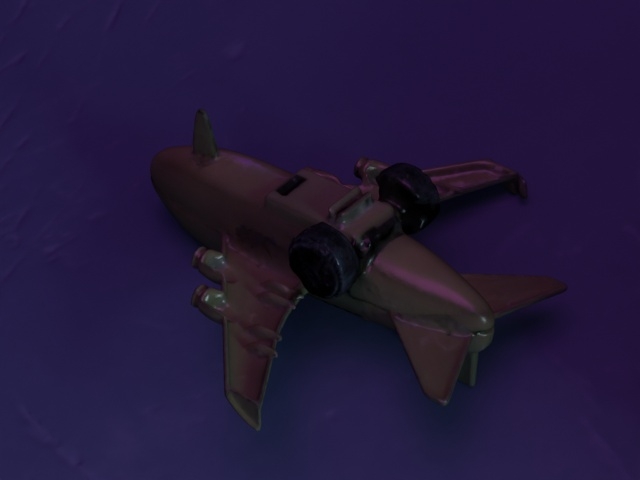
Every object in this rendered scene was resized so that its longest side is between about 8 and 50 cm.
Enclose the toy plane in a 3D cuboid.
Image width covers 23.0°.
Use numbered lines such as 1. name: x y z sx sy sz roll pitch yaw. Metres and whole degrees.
1. toy plane: 0.000 0.000 0.842 0.244 0.092 0.229 31 50 25
